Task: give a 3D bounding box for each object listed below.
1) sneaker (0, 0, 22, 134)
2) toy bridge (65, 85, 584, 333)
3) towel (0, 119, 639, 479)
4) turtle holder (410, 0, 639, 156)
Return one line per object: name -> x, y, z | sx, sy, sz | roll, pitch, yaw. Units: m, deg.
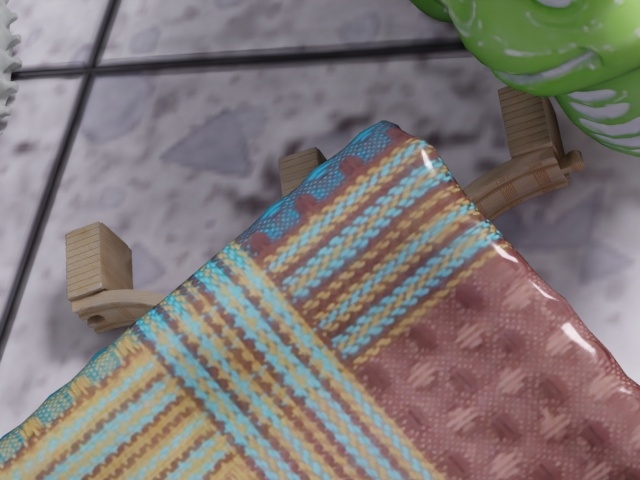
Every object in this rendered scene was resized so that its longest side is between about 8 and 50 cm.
sneaker -> -0.220, -0.019, 0.675 | 0.146, 0.102, 0.293 | -4, 58, 25
toy bridge -> 0.000, 0.000, 0.601 | 0.188, 0.026, 0.063 | -17, 55, 16
towel -> -0.033, 0.183, 0.407 | 0.370, 0.040, 0.271 | -42, 82, -5
turtle holder -> 0.080, -0.182, 0.544 | 0.243, 0.227, 0.320 | 23, 70, 36
